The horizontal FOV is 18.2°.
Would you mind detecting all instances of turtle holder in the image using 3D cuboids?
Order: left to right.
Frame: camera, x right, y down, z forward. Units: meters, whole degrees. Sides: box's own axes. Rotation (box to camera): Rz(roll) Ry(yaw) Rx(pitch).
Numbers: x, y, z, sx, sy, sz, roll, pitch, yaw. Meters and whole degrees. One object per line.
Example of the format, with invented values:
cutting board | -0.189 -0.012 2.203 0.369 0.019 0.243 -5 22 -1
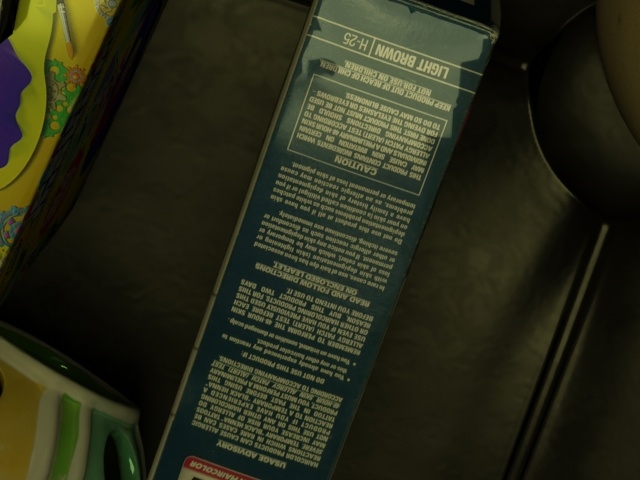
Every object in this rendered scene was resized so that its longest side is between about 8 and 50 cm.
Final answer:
turtle holder | -0.243 0.155 1.211 0.320 0.243 0.227 34 88 -43

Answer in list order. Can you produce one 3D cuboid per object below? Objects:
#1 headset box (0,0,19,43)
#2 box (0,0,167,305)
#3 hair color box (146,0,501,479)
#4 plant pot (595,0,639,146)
headset box | -0.183 -0.134 0.947 0.083 0.032 0.062 14 108 3
box | -0.188 -0.139 1.110 0.177 0.279 0.290 26 109 -2
hair color box | 0.000 0.000 1.190 0.105 0.174 0.347 20 109 -2
plant pot | 0.298 -0.113 1.112 0.284 0.191 0.284 2 107 6
